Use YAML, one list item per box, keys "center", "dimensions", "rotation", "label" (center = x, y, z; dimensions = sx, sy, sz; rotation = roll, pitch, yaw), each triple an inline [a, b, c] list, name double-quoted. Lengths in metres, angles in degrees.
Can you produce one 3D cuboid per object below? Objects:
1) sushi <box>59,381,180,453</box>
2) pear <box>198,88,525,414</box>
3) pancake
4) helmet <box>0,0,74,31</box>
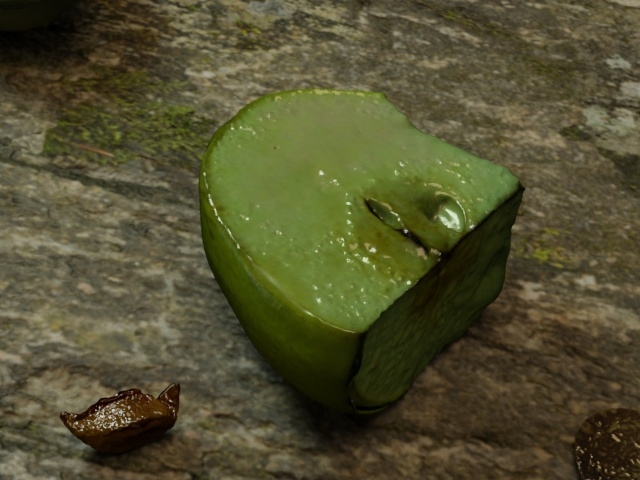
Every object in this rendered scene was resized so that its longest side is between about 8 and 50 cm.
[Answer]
- center: [-0.164, 0.147, 1.040]
  dimensions: [0.099, 0.050, 0.047]
  rotation: [-10, 59, -24]
  label: "sushi"
- center: [0.000, 0.000, 1.111]
  dimensions: [0.282, 0.176, 0.286]
  rotation: [34, 50, 20]
  label: "pear"
- center: [0.274, 0.193, 1.096]
  dimensions: [0.115, 0.011, 0.115]
  rotation: [4, 51, -5]
  label: "pancake"
- center: [-0.328, -0.309, 1.326]
  dimensions: [0.204, 0.137, 0.257]
  rotation: [-2, 59, -11]
  label: "helmet"
